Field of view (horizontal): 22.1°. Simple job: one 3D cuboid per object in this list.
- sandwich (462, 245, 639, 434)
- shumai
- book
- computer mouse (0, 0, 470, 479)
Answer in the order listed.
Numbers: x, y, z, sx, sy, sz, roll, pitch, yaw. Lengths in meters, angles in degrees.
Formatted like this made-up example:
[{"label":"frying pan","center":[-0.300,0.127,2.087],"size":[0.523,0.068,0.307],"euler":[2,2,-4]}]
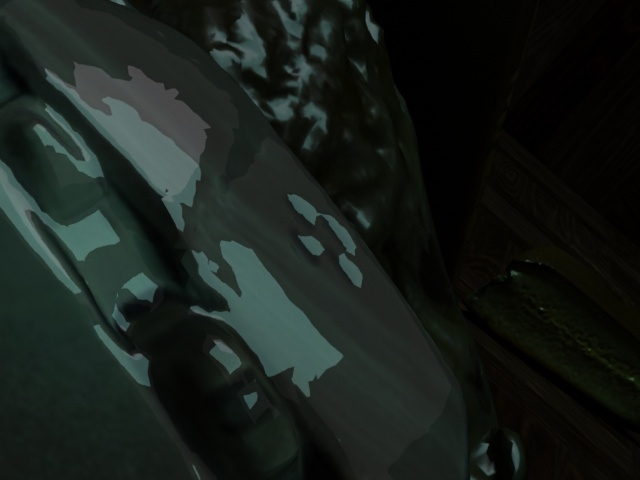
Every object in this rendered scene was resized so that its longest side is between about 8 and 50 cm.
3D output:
[{"label":"sandwich","center":[0.231,0.079,1.464],"size":[0.244,0.090,0.088],"euler":[37,16,-21]},{"label":"shumai","center":[0.003,0.002,0.754],"size":[0.283,0.217,0.346],"euler":[41,8,0]},{"label":"book","center":[-0.002,-0.128,0.948],"size":[0.269,0.032,0.389],"euler":[40,-20,14]},{"label":"computer mouse","center":[-0.082,0.012,0.468],"size":[0.389,0.115,0.199],"euler":[40,55,19]}]
